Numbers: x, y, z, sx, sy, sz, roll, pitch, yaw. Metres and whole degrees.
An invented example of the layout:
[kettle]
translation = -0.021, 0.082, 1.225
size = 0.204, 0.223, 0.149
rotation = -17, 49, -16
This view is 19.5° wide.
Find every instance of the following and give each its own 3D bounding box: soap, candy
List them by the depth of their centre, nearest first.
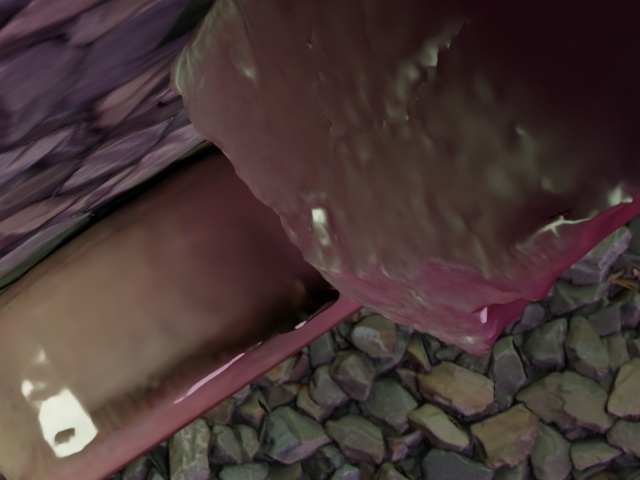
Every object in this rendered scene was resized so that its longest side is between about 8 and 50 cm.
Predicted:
[soap]
translation = 0.153, -0.115, 0.547
size = 0.359, 0.128, 0.233
rotation = -32, 175, -29
[candy]
translation = -0.058, 0.029, 0.886
size = 0.255, 0.094, 0.255
rotation = -33, 177, -2
